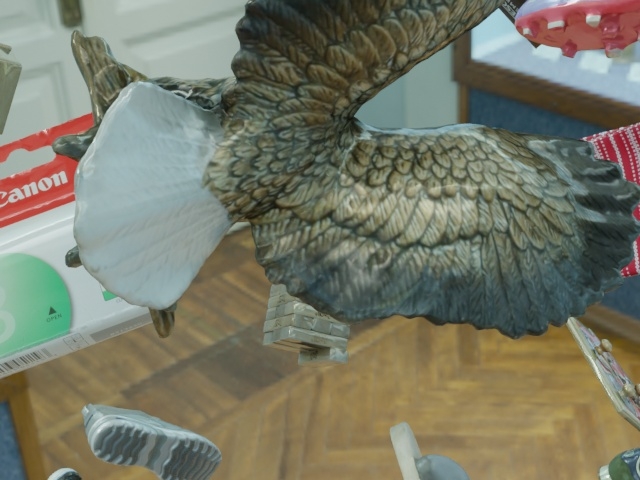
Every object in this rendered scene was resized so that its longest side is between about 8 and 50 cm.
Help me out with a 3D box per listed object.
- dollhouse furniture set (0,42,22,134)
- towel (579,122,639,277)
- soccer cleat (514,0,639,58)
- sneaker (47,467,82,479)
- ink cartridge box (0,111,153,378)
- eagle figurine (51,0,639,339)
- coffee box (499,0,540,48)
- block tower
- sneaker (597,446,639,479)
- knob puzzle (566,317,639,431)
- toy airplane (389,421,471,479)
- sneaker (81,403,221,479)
[{"bbox_3d":[-0.542,-0.237,1.420,0.242,0.212,0.161,16,11,-26],"label":"dollhouse furniture set"},{"bbox_3d":[0.352,-0.040,1.440,0.031,0.199,0.275,0,-10,-40],"label":"towel"},{"bbox_3d":[0.251,-0.210,0.830,0.083,0.095,0.248,18,-12,-26],"label":"soccer cleat"},{"bbox_3d":[-0.409,0.418,1.579,0.085,0.237,0.086,-20,51,-43],"label":"sneaker"},{"bbox_3d":[-0.251,-0.006,0.935,0.181,0.056,0.225,-21,70,-4],"label":"ink cartridge box"},{"bbox_3d":[0.021,-0.066,0.552,0.298,0.226,0.225,-7,67,10],"label":"eagle figurine"},{"bbox_3d":[0.321,-0.379,1.314,0.246,0.141,0.098,-40,-4,-9],"label":"coffee box"},{"bbox_3d":[0.000,0.000,1.453,0.097,0.335,0.091,15,-17,-26],"label":"block tower"},{"bbox_3d":[0.476,0.356,1.432,0.192,0.086,0.064,41,36,7],"label":"sneaker"},{"bbox_3d":[0.417,0.192,1.451,0.030,0.213,0.213,-37,24,16],"label":"knob puzzle"},{"bbox_3d":[0.179,0.433,1.272,0.272,0.386,0.384,-11,3,-8],"label":"toy airplane"},{"bbox_3d":[-0.280,0.334,1.790,0.105,0.281,0.115,-52,42,3],"label":"sneaker"}]
